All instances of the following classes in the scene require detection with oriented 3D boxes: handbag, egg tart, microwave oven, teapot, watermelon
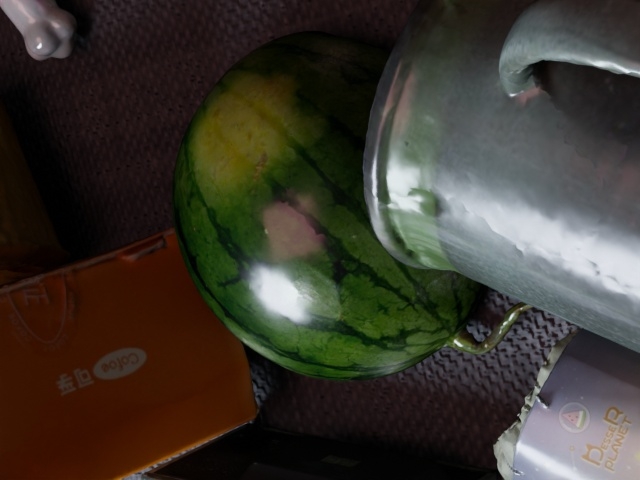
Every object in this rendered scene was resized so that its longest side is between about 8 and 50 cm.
[{"bbox_3d":[0.174,0.121,0.830,0.173,0.095,0.117,27,114,26],"label":"handbag"},{"bbox_3d":[-0.293,-0.031,1.091,0.202,0.202,0.147,-18,82,39],"label":"egg tart"},{"bbox_3d":[-0.003,0.214,0.968,0.205,0.129,0.163,4,106,36],"label":"microwave oven"},{"bbox_3d":[0.171,-0.033,0.693,0.337,0.270,0.200,24,84,33],"label":"teapot"},{"bbox_3d":[-0.005,-0.005,0.912,0.204,0.127,0.232,-40,79,42],"label":"watermelon"}]

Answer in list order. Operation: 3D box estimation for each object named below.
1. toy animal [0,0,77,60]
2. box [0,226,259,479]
[{"bbox_3d":[-0.264,-0.252,1.037,0.282,0.138,0.140,51,122,14],"label":"toy animal"},{"bbox_3d":[-0.236,0.116,1.038,0.341,0.225,0.143,-19,91,47],"label":"box"}]
